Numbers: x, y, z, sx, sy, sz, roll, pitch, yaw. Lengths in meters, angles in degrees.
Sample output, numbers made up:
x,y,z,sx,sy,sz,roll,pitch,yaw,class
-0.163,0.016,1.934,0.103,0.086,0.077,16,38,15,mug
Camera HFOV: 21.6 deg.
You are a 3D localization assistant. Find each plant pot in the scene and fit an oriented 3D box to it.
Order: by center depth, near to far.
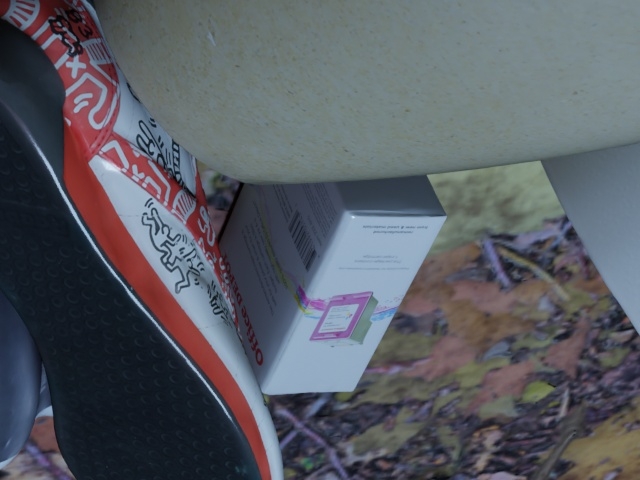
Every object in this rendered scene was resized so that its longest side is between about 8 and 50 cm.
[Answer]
x,y,z,sx,sy,sz,roll,pitch,yaw,class
0.062,-0.127,0.559,0.274,0.256,0.256,-26,142,33,plant pot

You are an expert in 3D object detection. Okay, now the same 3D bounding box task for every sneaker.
x,y,z,sx,sy,sz,roll,pitch,yaw,class
-0.064,-0.002,0.666,0.090,0.145,0.270,-9,125,28,sneaker

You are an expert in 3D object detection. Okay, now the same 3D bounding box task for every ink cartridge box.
x,y,z,sx,sy,sz,roll,pitch,yaw,class
0.000,0.000,0.769,0.052,0.088,0.122,1,136,-27,ink cartridge box

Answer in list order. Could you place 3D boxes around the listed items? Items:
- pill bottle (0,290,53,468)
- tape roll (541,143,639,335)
x,y,z,sx,sy,sz,roll,pitch,yaw,class
-0.203,0.045,0.692,0.245,0.130,0.130,-7,139,-29,pill bottle
0.207,0.008,0.713,0.100,0.286,0.286,-37,137,20,tape roll
